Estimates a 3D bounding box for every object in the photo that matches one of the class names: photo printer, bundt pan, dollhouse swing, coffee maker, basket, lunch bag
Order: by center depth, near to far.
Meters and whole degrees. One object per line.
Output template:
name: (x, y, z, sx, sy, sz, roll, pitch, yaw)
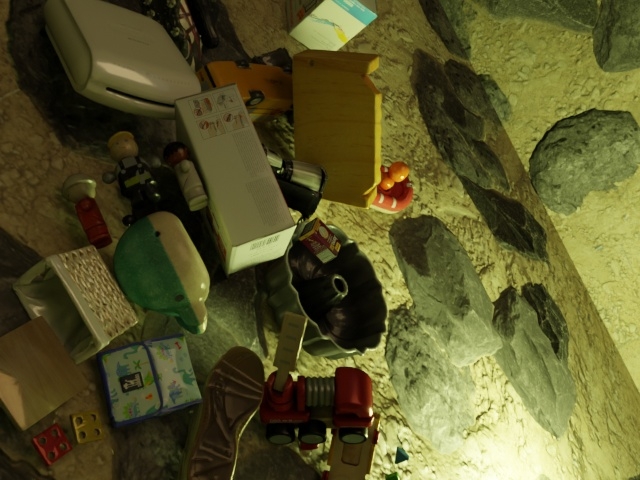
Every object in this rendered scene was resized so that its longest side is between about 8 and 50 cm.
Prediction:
basket: (-0.391, 0.104, 1.155, 0.167, 0.113, 0.103, 60, 30, 0)
lunch bag: (-0.291, 0.235, 1.202, 0.151, 0.096, 0.128, -7, 72, -38)
photo printer: (-0.389, -0.359, 1.423, 0.256, 0.107, 0.307, 8, 37, -42)
bundt pan: (0.001, 0.124, 1.620, 0.331, 0.124, 0.330, 32, 41, -34)
coffee maker: (-0.094, -0.120, 1.675, 0.178, 0.120, 0.171, 15, 81, -29)
dollhouse swing: (0.092, -0.304, 1.808, 0.305, 0.315, 0.346, -25, 122, -47)

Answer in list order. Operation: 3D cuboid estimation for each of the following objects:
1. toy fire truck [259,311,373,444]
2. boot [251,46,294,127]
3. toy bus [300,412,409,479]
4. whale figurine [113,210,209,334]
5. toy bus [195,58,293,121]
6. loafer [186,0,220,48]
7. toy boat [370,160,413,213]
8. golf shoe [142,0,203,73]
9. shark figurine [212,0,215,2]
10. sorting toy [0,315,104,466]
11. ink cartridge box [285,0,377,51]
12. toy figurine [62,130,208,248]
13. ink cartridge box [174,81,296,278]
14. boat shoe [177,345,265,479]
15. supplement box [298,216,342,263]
toy fire truck: (-0.009, 0.263, 1.346, 0.246, 0.217, 0.158, 89, 2, -52)
boot: (-0.058, -0.443, 2.012, 0.263, 0.091, 0.228, -24, 84, -54)
toy bus: (0.066, 0.442, 1.468, 0.190, 0.202, 0.104, 57, 3, 9)
whale figurine: (-0.274, 0.076, 1.255, 0.141, 0.272, 0.216, -25, 58, -16)
toy bus: (-0.167, -0.365, 1.777, 0.333, 0.130, 0.108, -12, 73, -54)
loafer: (-0.292, -0.587, 1.831, 0.078, 0.076, 0.223, -9, 66, -29)
toy boat: (0.193, -0.175, 2.067, 0.231, 0.151, 0.150, 15, 54, -45)
golf shoe: (-0.348, -0.514, 1.716, 0.120, 0.105, 0.272, 29, 46, -62)
shark figurine: (-0.341, -0.743, 1.909, 0.278, 0.166, 0.116, 21, 21, -19)
sorting toy: (-0.437, 0.209, 1.072, 0.274, 0.046, 0.132, 56, 34, -3)
ink cartridge box: (0.030, -0.718, 2.207, 0.168, 0.233, 0.171, 25, 47, -37)
toy figurine: (-0.331, -0.093, 1.296, 0.213, 0.210, 0.148, -4, 62, -53)
ink cartridge box: (-0.179, -0.106, 1.429, 0.130, 0.272, 0.309, -20, 78, -15)
boat shoe: (-0.182, 0.322, 1.266, 0.109, 0.098, 0.302, 30, 44, -16)
supplement box: (0.000, 0.000, 1.567, 0.083, 0.043, 0.055, 46, 36, -19)
